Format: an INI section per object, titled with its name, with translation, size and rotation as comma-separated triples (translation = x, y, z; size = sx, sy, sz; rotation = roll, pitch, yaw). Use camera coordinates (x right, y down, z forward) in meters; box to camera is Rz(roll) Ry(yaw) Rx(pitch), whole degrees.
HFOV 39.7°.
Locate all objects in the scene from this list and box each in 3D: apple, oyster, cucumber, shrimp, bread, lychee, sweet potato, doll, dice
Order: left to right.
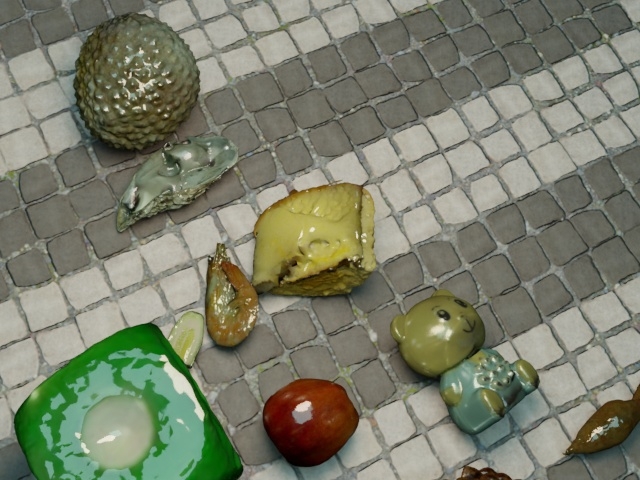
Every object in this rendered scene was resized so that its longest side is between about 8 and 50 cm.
[dice]
translation = -0.314, 0.337, 1.483
size = 0.287, 0.300, 0.297
rotation = -33, 77, -13
[lychee]
translation = -0.369, -0.313, 1.748
size = 0.255, 0.255, 0.274
rotation = 28, 53, 5
[oyster]
translation = -0.281, -0.120, 1.771
size = 0.199, 0.087, 0.252
rotation = 12, 61, 9
[cucumber]
translation = -0.252, 0.188, 1.684
size = 0.067, 0.035, 0.108
rotation = 15, 63, 12
[shrimp]
translation = -0.173, 0.101, 1.705
size = 0.115, 0.051, 0.217
rotation = -17, 63, 13
[apple]
translation = -0.015, 0.322, 1.591
size = 0.158, 0.147, 0.156
rotation = -30, 101, -4
[bread]
translation = 0.000, 0.000, 1.715
size = 0.261, 0.162, 0.205
rotation = -11, 71, 26
[doll]
translation = 0.259, 0.219, 1.657
size = 0.177, 0.161, 0.261
rotation = -29, 76, -36
[sweet potato]
translation = 0.575, 0.335, 1.693
size = 0.269, 0.075, 0.075
rotation = -34, 76, -20

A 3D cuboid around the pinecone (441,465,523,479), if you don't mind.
[pinecone]
translation = 0.266, 0.528, 1.499
size = 0.264, 0.264, 0.264
rotation = 2, 69, -5
